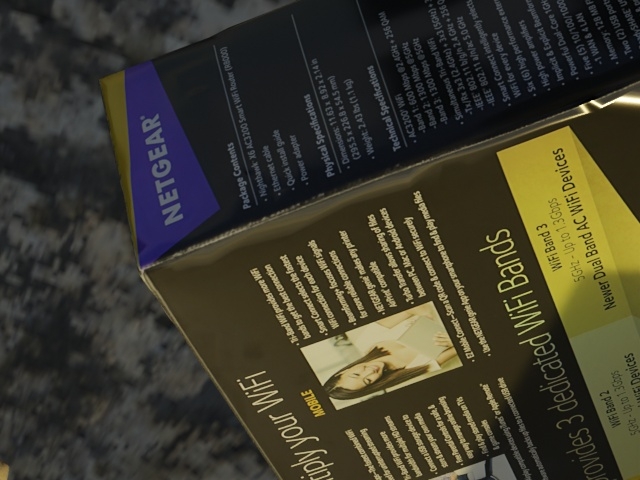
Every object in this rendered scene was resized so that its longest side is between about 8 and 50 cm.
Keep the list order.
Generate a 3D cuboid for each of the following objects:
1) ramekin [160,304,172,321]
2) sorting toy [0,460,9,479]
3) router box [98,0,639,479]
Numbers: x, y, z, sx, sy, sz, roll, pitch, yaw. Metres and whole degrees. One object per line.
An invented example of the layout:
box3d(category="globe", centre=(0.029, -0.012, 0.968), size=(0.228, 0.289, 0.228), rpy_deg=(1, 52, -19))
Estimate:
box3d(category="ramekin", centre=(0.000, 0.000, 1.557), size=(0.277, 0.135, 0.277), rpy_deg=(-3, 106, -9))
box3d(category="sorting toy", centre=(-0.218, 0.092, 0.817), size=(0.132, 0.274, 0.046), rpy_deg=(3, 71, 14))
box3d(category="router box", centre=(0.097, 0.021, 0.676), size=(0.243, 0.309, 0.081), rpy_deg=(-21, 52, 5))
